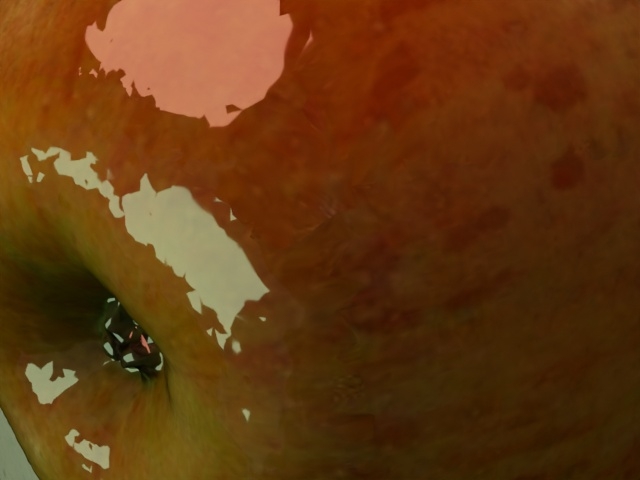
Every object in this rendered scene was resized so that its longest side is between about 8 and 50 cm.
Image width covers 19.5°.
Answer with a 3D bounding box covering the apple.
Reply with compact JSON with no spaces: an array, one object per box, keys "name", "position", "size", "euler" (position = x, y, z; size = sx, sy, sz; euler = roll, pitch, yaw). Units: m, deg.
[{"name":"apple","position":[0.000,0.000,0.872],"size":[0.400,0.333,0.400],"euler":[52,153,41]}]
